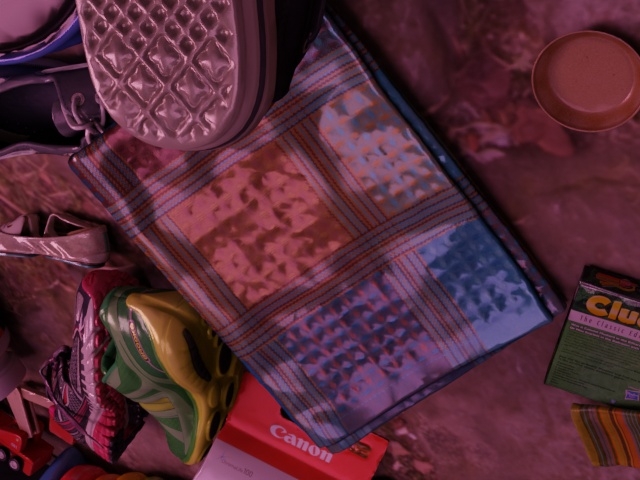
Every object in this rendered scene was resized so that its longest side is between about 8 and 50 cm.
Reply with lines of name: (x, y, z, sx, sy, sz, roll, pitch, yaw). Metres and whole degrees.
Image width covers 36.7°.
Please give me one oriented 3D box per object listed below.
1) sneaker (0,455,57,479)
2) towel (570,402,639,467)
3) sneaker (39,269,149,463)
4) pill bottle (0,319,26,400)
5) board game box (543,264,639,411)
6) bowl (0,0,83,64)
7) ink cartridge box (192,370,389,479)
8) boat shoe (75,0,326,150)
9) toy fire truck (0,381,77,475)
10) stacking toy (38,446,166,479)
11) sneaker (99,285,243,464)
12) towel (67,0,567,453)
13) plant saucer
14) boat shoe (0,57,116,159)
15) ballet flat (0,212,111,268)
sneaker: (-0.466, 0.340, 1.363, 0.222, 0.118, 0.083, 16, 132, 15)
towel: (0.344, 0.187, 0.848, 0.237, 0.021, 0.102, 2, 144, 35)
sneaker: (-0.263, 0.145, 1.096, 0.112, 0.121, 0.299, 25, 134, 10)
pill bottle: (-0.448, 0.111, 1.171, 0.108, 0.108, 0.193, -14, 120, 35)
board game box: (0.334, 0.115, 0.825, 0.259, 0.030, 0.136, 18, 135, 13)
bowl: (-0.308, -0.319, 0.764, 0.391, 0.077, 0.391, 14, 131, 17)
ink cartridge box: (-0.050, 0.290, 1.110, 0.189, 0.066, 0.232, 25, 122, 6)
boat shoe: (-0.075, -0.309, 0.604, 0.186, 0.156, 0.500, 9, 115, 24)
toy fire truck: (-0.395, 0.236, 1.280, 0.192, 0.047, 0.135, 30, 120, 16)
stacking toy: (-0.218, 0.366, 1.258, 0.301, 0.175, 0.166, -10, 117, 17)
sneaker: (-0.154, 0.131, 0.992, 0.123, 0.109, 0.295, 19, 145, 15)
towel: (0.000, 0.000, 0.825, 0.271, 0.040, 0.370, -34, 109, 17)
plant saucer: (0.198, -0.119, 0.709, 0.083, 0.015, 0.083, 14, 132, 16)
boat shoe: (-0.204, -0.108, 0.867, 0.319, 0.099, 0.116, 5, 126, 22)
ballet flat: (-0.300, -0.006, 1.047, 0.168, 0.057, 0.052, 6, 101, 18)
